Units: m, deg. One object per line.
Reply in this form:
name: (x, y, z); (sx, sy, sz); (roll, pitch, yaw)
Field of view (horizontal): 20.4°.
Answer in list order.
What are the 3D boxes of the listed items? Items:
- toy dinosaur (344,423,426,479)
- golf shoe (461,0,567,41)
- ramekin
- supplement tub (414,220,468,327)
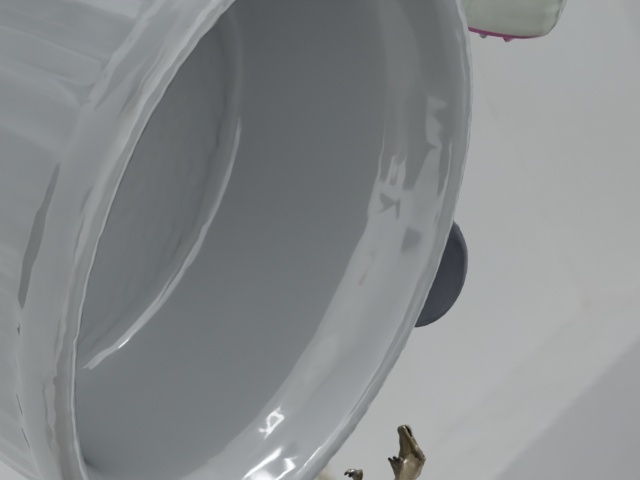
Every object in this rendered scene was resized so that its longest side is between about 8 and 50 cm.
toy dinosaur: (0.030, 0.207, 1.181); (0.053, 0.183, 0.092); (21, -11, 28)
golf shoe: (0.110, -0.249, 0.969); (0.115, 0.306, 0.140); (9, -40, -6)
ramekin: (-0.064, -0.018, 0.746); (0.135, 0.277, 0.277); (22, 34, 28)
supplement tub: (0.000, 0.000, 1.084); (0.106, 0.106, 0.198); (-28, 25, -28)
